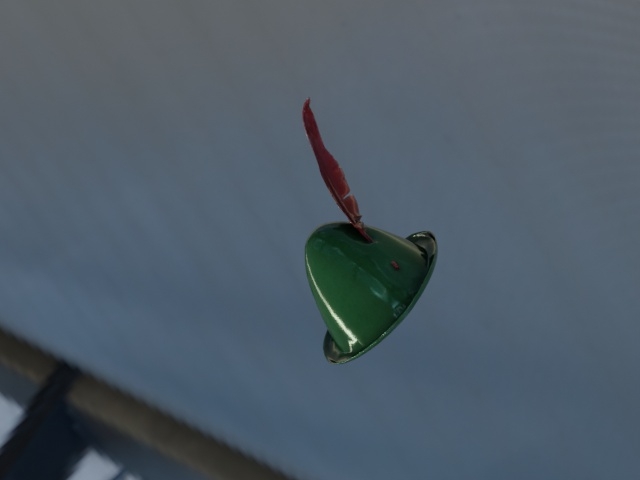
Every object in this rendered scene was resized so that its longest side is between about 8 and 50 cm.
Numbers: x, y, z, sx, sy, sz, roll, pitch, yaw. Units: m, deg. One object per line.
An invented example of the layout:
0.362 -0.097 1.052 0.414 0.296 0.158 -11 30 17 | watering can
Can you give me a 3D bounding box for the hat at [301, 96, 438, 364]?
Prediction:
0.000 0.000 1.825 0.183 0.173 0.208 41 -167 -16 | hat
